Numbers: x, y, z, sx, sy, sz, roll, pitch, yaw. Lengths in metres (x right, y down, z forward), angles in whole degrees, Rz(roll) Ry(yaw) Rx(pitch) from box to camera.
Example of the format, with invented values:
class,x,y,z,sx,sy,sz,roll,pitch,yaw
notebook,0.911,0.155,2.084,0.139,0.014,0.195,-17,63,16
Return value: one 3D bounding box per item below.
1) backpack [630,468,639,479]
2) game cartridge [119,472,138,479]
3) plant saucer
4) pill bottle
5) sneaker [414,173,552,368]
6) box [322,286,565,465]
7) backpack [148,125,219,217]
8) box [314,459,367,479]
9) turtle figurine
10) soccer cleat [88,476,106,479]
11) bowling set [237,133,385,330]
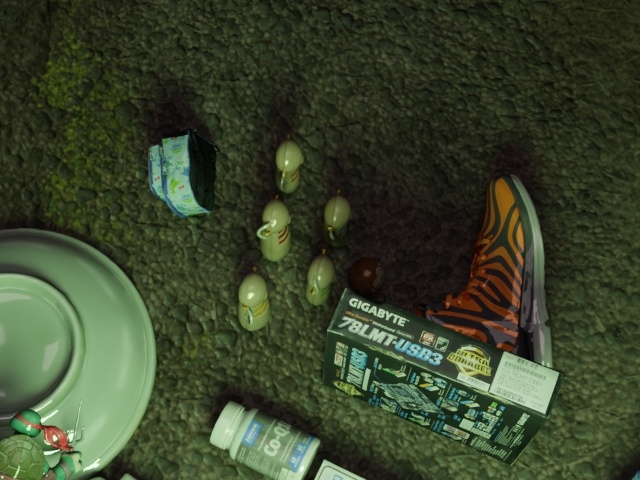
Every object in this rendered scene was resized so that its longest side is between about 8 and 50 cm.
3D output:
class,x,y,z,sx,sy,sz,roll,pitch,yaw
backpack,0.437,0.373,1.859,0.173,0.158,0.116,-14,62,5
game cartridge,-0.185,0.496,1.838,0.355,0.068,0.230,36,69,11
plant saucer,-0.431,0.158,1.930,0.401,0.100,0.400,0,70,-1
pill bottle,-0.076,0.277,1.909,0.137,0.078,0.078,25,71,7
sneaker,0.221,0.058,1.975,0.180,0.124,0.321,-3,70,-4
box,0.149,0.184,1.836,0.293,0.295,0.073,23,71,7
backpack,-0.199,-0.093,2.029,0.084,0.105,0.114,-12,70,18
box,0.098,0.431,1.855,0.290,0.087,0.169,26,71,7
turtle figurine,-0.403,0.294,1.793,0.175,0.118,0.234,24,88,-7
soccer cleat,-0.374,0.374,1.872,0.196,0.068,0.076,-39,73,-12
bowling set,0.000,0.000,1.972,0.200,0.154,0.287,9,70,2
